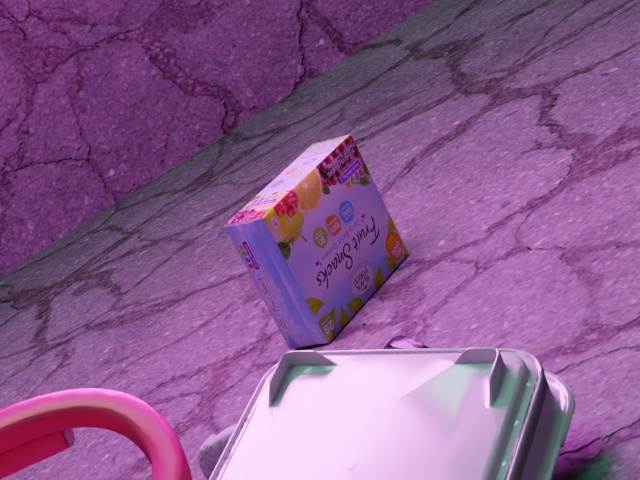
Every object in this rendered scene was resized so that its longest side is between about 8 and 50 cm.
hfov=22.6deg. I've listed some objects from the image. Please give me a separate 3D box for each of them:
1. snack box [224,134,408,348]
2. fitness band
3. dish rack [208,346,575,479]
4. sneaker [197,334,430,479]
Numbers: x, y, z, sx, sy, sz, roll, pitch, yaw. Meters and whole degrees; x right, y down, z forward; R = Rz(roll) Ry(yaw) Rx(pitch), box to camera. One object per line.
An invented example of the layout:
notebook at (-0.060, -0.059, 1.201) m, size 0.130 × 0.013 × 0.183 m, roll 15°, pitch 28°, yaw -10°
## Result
snack box at (0.000, 0.000, 1.894) m, size 0.070 × 0.174 × 0.207 m, roll -11°, pitch 23°, yaw 41°
fitness band at (-0.238, 0.222, 1.225) m, size 0.291 × 0.054 × 0.209 m, roll -26°, pitch 41°, yaw -13°
dish rack at (0.030, 0.189, 1.242) m, size 0.286 × 0.072 × 0.333 m, roll -2°, pitch 37°, yaw 25°
sneaker at (0.024, 0.170, 1.472) m, size 0.269 × 0.101 × 0.153 m, roll -12°, pitch 21°, yaw 31°
